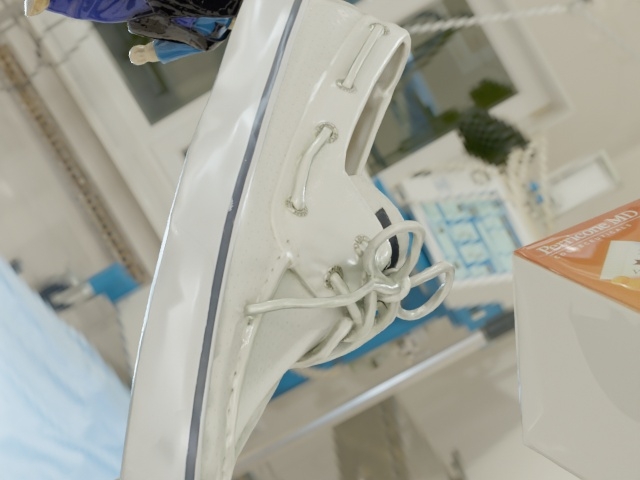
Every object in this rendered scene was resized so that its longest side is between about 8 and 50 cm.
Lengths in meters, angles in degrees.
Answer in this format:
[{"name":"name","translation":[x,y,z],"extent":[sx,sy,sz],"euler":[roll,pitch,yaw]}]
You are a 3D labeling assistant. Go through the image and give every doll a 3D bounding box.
[{"name":"doll","translation":[-0.117,-0.173,1.045],"extent":[0.189,0.129,0.046],"euler":[10,48,-24]}]

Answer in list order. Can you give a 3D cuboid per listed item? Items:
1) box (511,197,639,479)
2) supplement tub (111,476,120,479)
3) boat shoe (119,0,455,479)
[{"name":"box","translation":[0.322,0.098,0.961],"extent":[0.345,0.215,0.168],"euler":[28,-48,52]},{"name":"supplement tub","translation":[-0.164,0.258,1.050],"extent":[0.200,0.144,0.144],"euler":[-16,75,-49]},{"name":"boat shoe","translation":[-0.001,0.005,0.784],"extent":[0.136,0.156,0.367],"euler":[103,0,-47]}]
